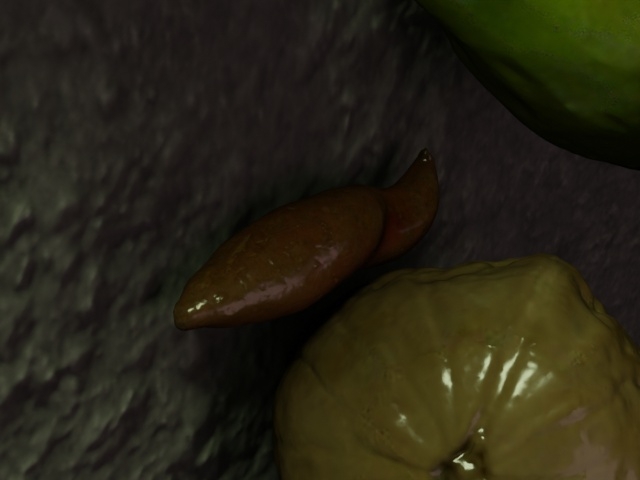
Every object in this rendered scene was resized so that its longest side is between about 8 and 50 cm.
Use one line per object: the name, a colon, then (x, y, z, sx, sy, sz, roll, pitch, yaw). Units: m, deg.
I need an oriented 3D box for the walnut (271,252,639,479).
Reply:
walnut: (0.085, 0.108, 1.015, 0.228, 0.228, 0.228, -38, 142, -37)

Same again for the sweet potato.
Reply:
sweet potato: (0.000, 0.002, 0.962, 0.202, 0.058, 0.055, -24, 112, -46)

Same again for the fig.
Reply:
fig: (0.128, -0.131, 0.953, 0.275, 0.206, 0.206, -6, 120, -40)
